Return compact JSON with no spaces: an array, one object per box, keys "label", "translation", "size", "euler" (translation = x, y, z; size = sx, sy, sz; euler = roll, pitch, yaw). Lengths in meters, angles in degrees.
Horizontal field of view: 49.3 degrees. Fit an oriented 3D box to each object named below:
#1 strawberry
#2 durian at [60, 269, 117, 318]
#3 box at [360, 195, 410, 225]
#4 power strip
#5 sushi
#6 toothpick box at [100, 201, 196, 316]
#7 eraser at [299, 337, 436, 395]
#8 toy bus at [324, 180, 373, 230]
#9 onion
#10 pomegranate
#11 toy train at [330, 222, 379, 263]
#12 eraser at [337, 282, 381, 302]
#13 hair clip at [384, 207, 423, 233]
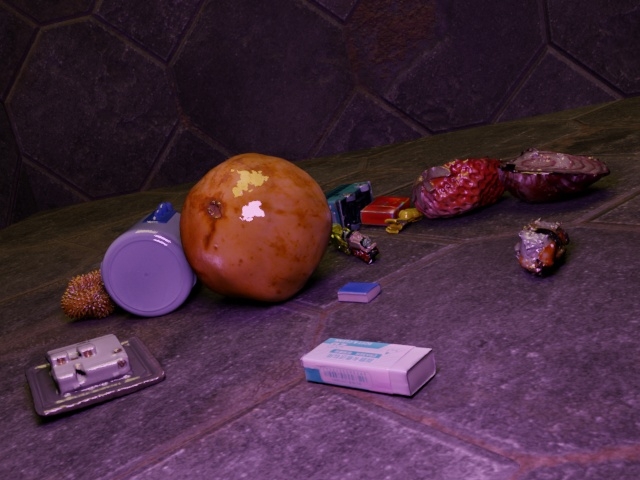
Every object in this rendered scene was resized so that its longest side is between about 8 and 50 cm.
[{"label":"strawberry","translation":[0.446,-0.151,2.125],"size":[0.335,0.149,0.265],"euler":[-7,-12,-25]},{"label":"durian","translation":[-0.617,0.147,1.904],"size":[0.168,0.137,0.158],"euler":[-15,34,25]},{"label":"box","translation":[0.212,-0.098,2.252],"size":[0.112,0.048,0.175],"euler":[5,21,23]},{"label":"power strip","translation":[-0.479,0.258,1.458],"size":[0.256,0.092,0.251],"euler":[-15,11,-25]},{"label":"sushi","translation":[0.496,0.010,1.576],"size":[0.097,0.103,0.226],"euler":[-22,5,36]},{"label":"toothpick box","translation":[-0.442,0.033,1.927],"size":[0.262,0.263,0.355],"euler":[-12,14,2]},{"label":"eraser","translation":[0.081,0.219,1.226],"size":[0.225,0.052,0.095],"euler":[-1,16,39]},{"label":"toy bus","translation":[0.072,-0.102,2.260],"size":[0.146,0.129,0.256],"euler":[-3,16,28]},{"label":"onion","translation":[0.682,-0.175,2.047],"size":[0.280,0.146,0.314],"euler":[20,25,39]},{"label":"pomegranate","translation":[-0.144,-0.027,1.756],"size":[0.409,0.411,0.410],"euler":[-11,15,3]},{"label":"toy train","translation":[0.087,0.005,1.947],"size":[0.053,0.085,0.249],"euler":[-34,21,-14]},{"label":"eraser","translation":[0.090,0.120,1.626],"size":[0.084,0.027,0.063],"euler":[-1,20,37]},{"label":"hair clip","translation":[0.259,-0.068,2.143],"size":[0.072,0.046,0.173],"euler":[6,22,40]}]
